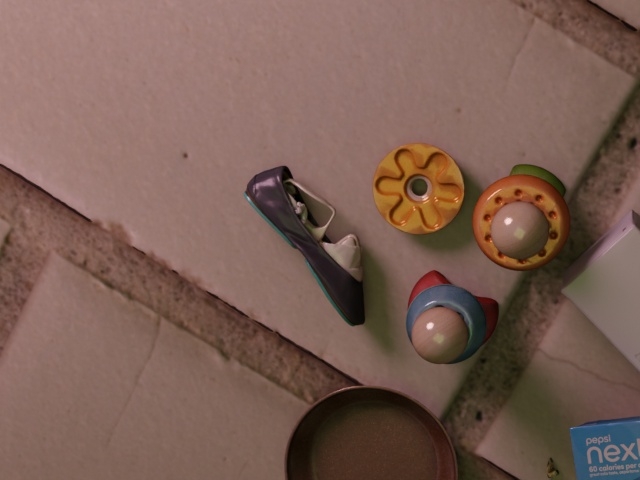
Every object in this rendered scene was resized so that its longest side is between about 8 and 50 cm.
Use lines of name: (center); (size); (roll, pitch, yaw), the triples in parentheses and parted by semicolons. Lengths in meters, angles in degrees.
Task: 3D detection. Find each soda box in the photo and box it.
soda box: (0.365, 0.210, 1.735); (0.210, 0.067, 0.071); (-9, 86, 22)

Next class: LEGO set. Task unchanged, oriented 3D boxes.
LEGO set: (0.292, 0.262, 1.902); (0.083, 0.023, 0.054); (-16, 97, 13)

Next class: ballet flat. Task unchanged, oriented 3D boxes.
ballet flat: (0.000, 0.000, 1.885); (0.074, 0.074, 0.203); (-39, 89, 15)

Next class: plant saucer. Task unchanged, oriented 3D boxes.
plant saucer: (0.059, 0.256, 1.938); (0.198, 0.036, 0.198); (2, 101, 11)

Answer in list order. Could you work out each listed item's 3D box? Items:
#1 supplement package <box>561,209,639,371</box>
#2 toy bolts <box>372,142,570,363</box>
supplement package: (0.354, 0.071, 1.813); (0.105, 0.105, 0.179); (-43, 91, 16)
toy bolts: (0.136, 0.018, 1.815); (0.218, 0.158, 0.228); (21, 103, 6)
